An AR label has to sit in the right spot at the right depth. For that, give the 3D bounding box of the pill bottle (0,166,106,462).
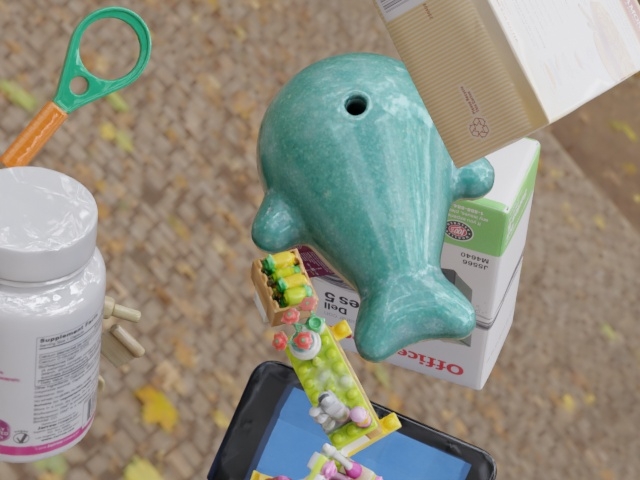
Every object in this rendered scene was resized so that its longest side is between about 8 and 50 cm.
[{"bbox_3d":[-0.301,0.076,1.592,0.160,0.283,0.160,7,38,-5],"label":"pill bottle"}]

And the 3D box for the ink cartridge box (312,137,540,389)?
[{"bbox_3d":[0.101,0.006,1.593,0.198,0.273,0.115,16,48,14],"label":"ink cartridge box"}]

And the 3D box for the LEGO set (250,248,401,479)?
[{"bbox_3d":[-0.020,0.130,1.064,0.107,0.132,0.287,49,47,-62],"label":"LEGO set"}]

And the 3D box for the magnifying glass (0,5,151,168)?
[{"bbox_3d":[-0.285,-0.172,1.805,0.092,0.231,0.026,41,-6,-22],"label":"magnifying glass"}]

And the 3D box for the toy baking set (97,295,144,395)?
[{"bbox_3d":[-0.361,0.133,2.046,0.256,0.197,0.030,23,26,-22],"label":"toy baking set"}]

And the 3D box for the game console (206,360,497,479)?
[{"bbox_3d":[0.013,0.307,1.654,0.293,0.173,0.250,23,35,0],"label":"game console"}]

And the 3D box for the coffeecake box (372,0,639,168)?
[{"bbox_3d":[0.114,-0.139,0.919,0.185,0.068,0.142,-29,93,-54],"label":"coffeecake box"}]

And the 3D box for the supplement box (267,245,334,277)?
[{"bbox_3d":[0.000,0.000,1.461,0.043,0.083,0.055,48,46,-39],"label":"supplement box"}]

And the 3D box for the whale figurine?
[{"bbox_3d":[0.045,-0.038,1.318,0.141,0.216,0.272,85,-10,-63],"label":"whale figurine"}]
